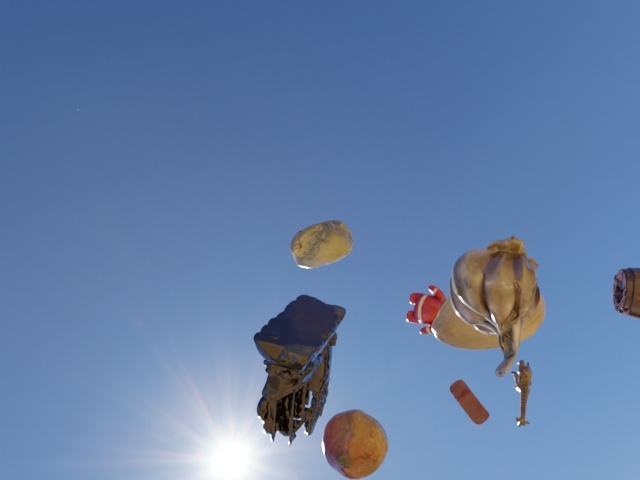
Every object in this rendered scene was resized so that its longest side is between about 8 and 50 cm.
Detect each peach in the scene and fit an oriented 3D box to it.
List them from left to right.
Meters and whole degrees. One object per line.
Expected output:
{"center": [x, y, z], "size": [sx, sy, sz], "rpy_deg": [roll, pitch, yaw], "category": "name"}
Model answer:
{"center": [0.107, 0.660, 1.446], "size": [0.233, 0.232, 0.232], "rpy_deg": [-8, -72, -26], "category": "peach"}

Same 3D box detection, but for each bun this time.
{"center": [0.000, 0.000, 1.455], "size": [0.210, 0.237, 0.116], "rpy_deg": [-18, -74, 3], "category": "bun"}

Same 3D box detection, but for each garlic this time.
{"center": [0.248, 0.100, 0.638], "size": [0.131, 0.127, 0.194], "rpy_deg": [48, -138, -50], "category": "garlic"}

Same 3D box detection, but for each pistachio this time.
{"center": [0.479, 0.213, 1.293], "size": [0.318, 0.193, 0.213], "rpy_deg": [-27, -99, 18], "category": "pistachio"}

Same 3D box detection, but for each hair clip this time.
{"center": [0.448, 0.487, 1.348], "size": [0.054, 0.137, 0.022], "rpy_deg": [-40, -22, 10], "category": "hair clip"}

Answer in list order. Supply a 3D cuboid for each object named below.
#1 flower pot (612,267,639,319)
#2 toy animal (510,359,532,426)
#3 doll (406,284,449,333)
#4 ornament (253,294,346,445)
{"center": [0.519, 0.086, 0.704], "size": [0.111, 0.089, 0.111], "rpy_deg": [6, -90, -72], "category": "flower pot"}
{"center": [0.738, 0.545, 1.634], "size": [0.054, 0.275, 0.149], "rpy_deg": [16, -62, 9], "category": "toy animal"}
{"center": [0.478, 0.274, 1.716], "size": [0.105, 0.336, 0.199], "rpy_deg": [21, -104, -35], "category": "doll"}
{"center": [-0.039, 0.256, 0.809], "size": [0.251, 0.106, 0.260], "rpy_deg": [-27, -54, -66], "category": "ornament"}
